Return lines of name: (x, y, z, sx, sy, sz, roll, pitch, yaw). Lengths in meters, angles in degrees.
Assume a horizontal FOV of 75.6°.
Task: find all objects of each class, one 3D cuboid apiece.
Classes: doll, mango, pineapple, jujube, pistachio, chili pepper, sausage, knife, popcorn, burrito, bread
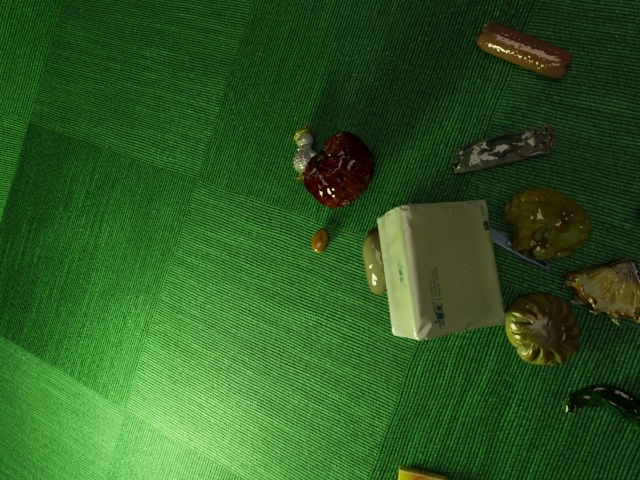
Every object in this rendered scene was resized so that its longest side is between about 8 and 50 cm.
doll: (-0.055, -0.312, 1.467, 0.129, 0.081, 0.207, -7, 82, 52)
mango: (0.000, 0.000, 1.457, 0.060, 0.046, 0.089, 17, 80, 16)
pineapple: (0.813, 0.129, 1.160, 0.236, 0.114, 0.186, 26, 95, 8)
jujube: (0.063, -0.230, 1.363, 0.232, 0.213, 0.213, -43, 76, 22)
pistachio: (0.198, 0.067, 1.352, 0.136, 0.136, 0.226, -4, 94, 18)
chili pepper: (0.838, 0.483, 1.148, 0.279, 0.065, 0.122, 23, 103, 20)
sausage: (0.618, -0.580, 1.257, 0.289, 0.086, 0.086, 33, 98, 18)
knife: (0.567, 0.001, 1.284, 0.313, 0.019, 0.044, 31, 90, 18)
popcorn: (0.638, -0.042, 1.192, 0.226, 0.200, 0.203, 13, 122, -12)
burrito: (0.556, -0.279, 1.274, 0.309, 0.066, 0.096, -13, 86, 20)
bread: (0.648, 0.258, 1.201, 0.213, 0.105, 0.213, -1, 85, 16)

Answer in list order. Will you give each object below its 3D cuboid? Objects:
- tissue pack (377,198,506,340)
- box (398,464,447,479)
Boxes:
tissue pack: (0.347, 0.082, 1.213, 0.297, 0.207, 0.380, -8, 85, -15)
box: (0.317, 0.869, 1.309, 0.152, 0.043, 0.269, 4, 89, 18)
